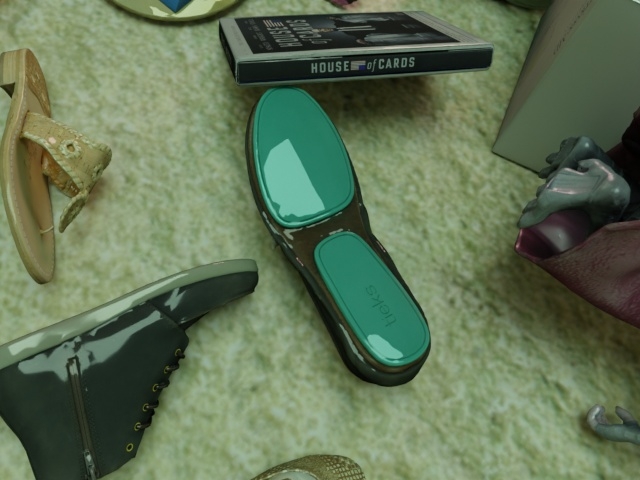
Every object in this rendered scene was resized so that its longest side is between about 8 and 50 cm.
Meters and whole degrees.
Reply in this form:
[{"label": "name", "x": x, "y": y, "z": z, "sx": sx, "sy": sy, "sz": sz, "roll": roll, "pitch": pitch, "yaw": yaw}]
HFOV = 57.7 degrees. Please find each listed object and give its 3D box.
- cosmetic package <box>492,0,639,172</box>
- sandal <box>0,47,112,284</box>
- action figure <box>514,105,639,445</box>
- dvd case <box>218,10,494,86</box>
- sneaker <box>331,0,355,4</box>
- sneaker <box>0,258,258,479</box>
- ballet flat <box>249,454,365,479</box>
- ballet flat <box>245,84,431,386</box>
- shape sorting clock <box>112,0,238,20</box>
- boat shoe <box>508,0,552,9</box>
[{"label": "cosmetic package", "x": 0.300, "y": -0.202, "z": 0.574, "sx": 0.138, "sy": 0.224, "sz": 0.224, "roll": 24, "pitch": 64, "yaw": 3}, {"label": "sandal", "x": -0.229, "y": -0.083, "z": 0.517, "sx": 0.079, "sy": 0.088, "sz": 0.240, "roll": -15, "pitch": 64, "yaw": -8}, {"label": "action figure", "x": 0.338, "y": 0.044, "z": 0.443, "sx": 0.370, "sy": 0.276, "sz": 0.248, "roll": 42, "pitch": 67, "yaw": 6}, {"label": "dvd case", "x": 0.024, "y": -0.200, "z": 0.588, "sx": 0.239, "sy": 0.029, "sz": 0.179, "roll": -6, "pitch": 32, "yaw": -12}, {"label": "sneaker", "x": 0.009, "y": -0.363, "z": 0.689, "sx": 0.077, "sy": 0.072, "sz": 0.178, "roll": -27, "pitch": 78, "yaw": -30}, {"label": "sneaker", "x": -0.136, "y": 0.099, "z": 0.468, "sx": 0.222, "sy": 0.083, "sz": 0.118, "roll": -24, "pitch": 91, "yaw": -25}, {"label": "ballet flat", "x": -0.056, "y": 0.213, "z": 0.424, "sx": 0.206, "sy": 0.067, "sz": 0.073, "roll": -18, "pitch": 70, "yaw": -16}, {"label": "ballet flat", "x": 0.000, "y": 0.000, "z": 0.510, "sx": 0.095, "sy": 0.096, "sz": 0.280, "roll": -16, "pitch": 69, "yaw": -17}, {"label": "shape sorting clock", "x": -0.168, "y": -0.336, "z": 0.663, "sx": 0.206, "sy": 0.040, "sz": 0.206, "roll": 4, "pitch": 69, "yaw": -10}, {"label": "boat shoe", "x": 0.224, "y": -0.340, "z": 0.701, "sx": 0.228, "sy": 0.081, "sz": 0.068, "roll": 12, "pitch": 69, "yaw": -1}]
